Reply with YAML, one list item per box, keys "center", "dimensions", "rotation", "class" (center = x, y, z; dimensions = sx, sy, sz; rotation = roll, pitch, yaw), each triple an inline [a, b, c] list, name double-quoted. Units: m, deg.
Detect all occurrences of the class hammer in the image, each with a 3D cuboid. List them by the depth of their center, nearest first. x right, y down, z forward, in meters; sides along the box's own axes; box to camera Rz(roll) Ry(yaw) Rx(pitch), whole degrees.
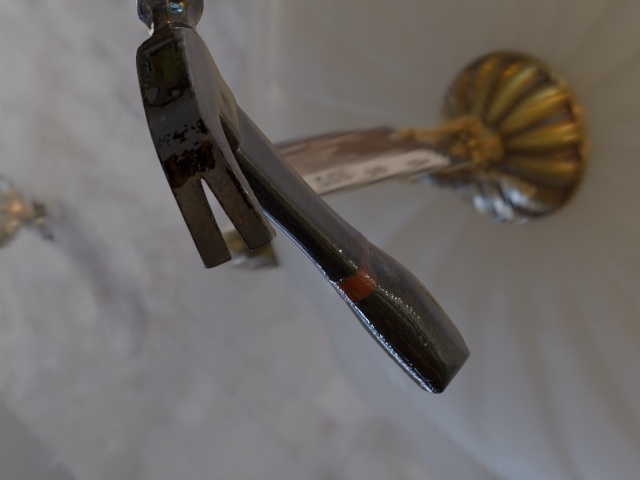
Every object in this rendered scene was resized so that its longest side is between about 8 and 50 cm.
- center: [0.000, 0.000, 0.962]
  dimensions: [0.037, 0.290, 0.137]
  rotation: [-24, -132, 18]
  class: "hammer"
